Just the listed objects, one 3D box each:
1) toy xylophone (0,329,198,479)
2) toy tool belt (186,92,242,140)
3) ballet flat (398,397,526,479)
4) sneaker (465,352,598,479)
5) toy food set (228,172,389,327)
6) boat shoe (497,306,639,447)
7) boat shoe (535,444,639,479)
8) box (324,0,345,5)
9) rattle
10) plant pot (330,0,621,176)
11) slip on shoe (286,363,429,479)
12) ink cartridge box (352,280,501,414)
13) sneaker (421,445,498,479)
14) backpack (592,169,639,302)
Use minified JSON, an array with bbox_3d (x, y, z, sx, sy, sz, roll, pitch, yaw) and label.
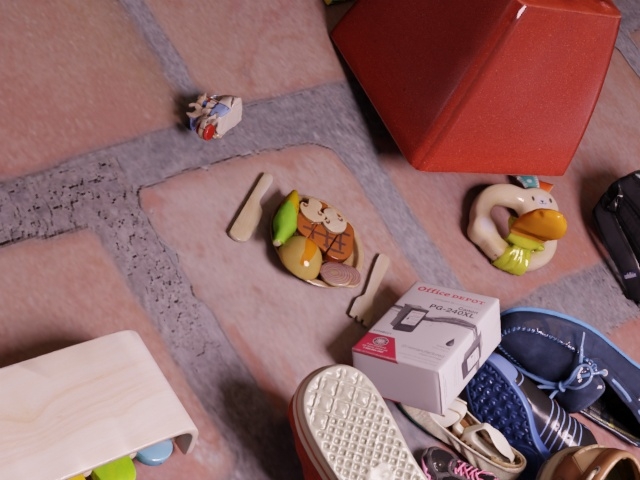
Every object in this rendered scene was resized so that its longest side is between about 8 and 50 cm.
[{"bbox_3d":[-0.233,0.196,1.117,0.322,0.081,0.236,-7,58,-38],"label":"toy xylophone"},{"bbox_3d":[-0.130,-0.143,1.475,0.051,0.052,0.083,21,37,21],"label":"toy tool belt"},{"bbox_3d":[0.159,0.204,1.418,0.168,0.052,0.057,40,45,-4],"label":"ballet flat"},{"bbox_3d":[0.254,0.220,1.460,0.090,0.081,0.232,-28,85,-45],"label":"sneaker"},{"bbox_3d":[0.000,0.000,1.462,0.192,0.038,0.132,34,46,-11],"label":"toy food set"},{"bbox_3d":[0.317,0.164,1.523,0.258,0.109,0.089,26,51,-15],"label":"boat shoe"},{"bbox_3d":[0.269,0.360,1.299,0.122,0.120,0.324,15,68,-20],"label":"boat shoe"},{"bbox_3d":[0.035,-0.383,1.762,0.179,0.043,0.105,-22,74,-45],"label":"box"},{"bbox_3d":[0.280,-0.059,1.638,0.130,0.143,0.199,34,49,16],"label":"rattle"},{"bbox_3d":[0.219,-0.259,1.631,0.267,0.236,0.267,0,48,-36],"label":"plant pot"},{"bbox_3d":[0.059,0.280,1.261,0.123,0.101,0.331,-24,86,-21],"label":"slip on shoe"},{"bbox_3d":[0.119,0.114,1.410,0.109,0.063,0.150,12,36,30],"label":"ink cartridge box"},{"bbox_3d":[0.164,0.258,1.381,0.119,0.057,0.047,38,47,-5],"label":"sneaker"},{"bbox_3d":[0.456,-0.009,1.733,0.182,0.152,0.115,54,30,14],"label":"backpack"}]
